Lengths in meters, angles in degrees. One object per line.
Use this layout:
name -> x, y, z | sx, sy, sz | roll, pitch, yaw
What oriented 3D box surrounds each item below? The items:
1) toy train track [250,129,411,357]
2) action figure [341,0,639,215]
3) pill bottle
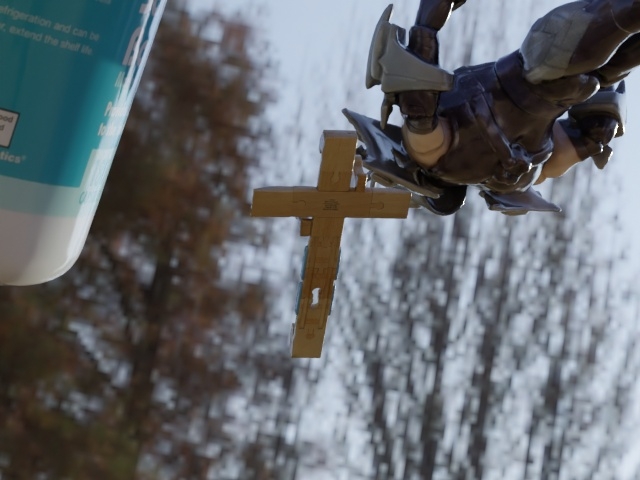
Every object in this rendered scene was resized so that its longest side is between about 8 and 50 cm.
toy train track -> 0.000, 0.000, 0.554 | 0.048, 0.014, 0.083 | 1, -55, -11
action figure -> 0.125, -0.093, 0.912 | 0.285, 0.099, 0.185 | -34, -19, 36
pill bottle -> -0.122, -0.126, 0.684 | 0.146, 0.264, 0.146 | 19, 9, -3
